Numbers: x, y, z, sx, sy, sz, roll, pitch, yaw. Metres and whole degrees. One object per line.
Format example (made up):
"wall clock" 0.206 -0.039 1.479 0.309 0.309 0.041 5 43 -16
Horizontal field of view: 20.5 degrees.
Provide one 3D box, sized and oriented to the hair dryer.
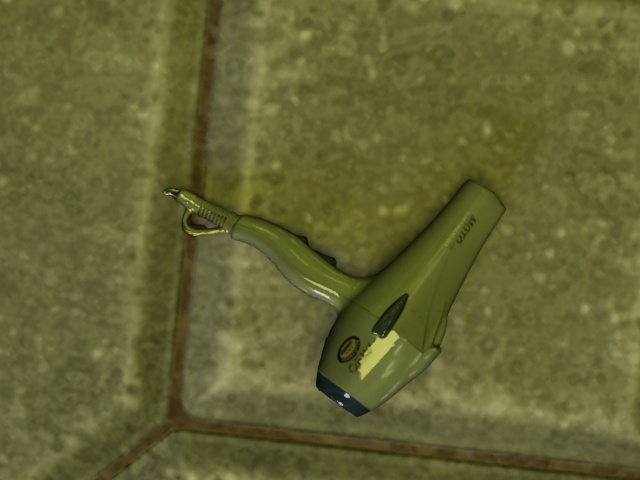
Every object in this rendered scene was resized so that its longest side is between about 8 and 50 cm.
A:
"hair dryer" 0.020 -0.007 1.139 0.167 0.067 0.199 -40 78 -4
